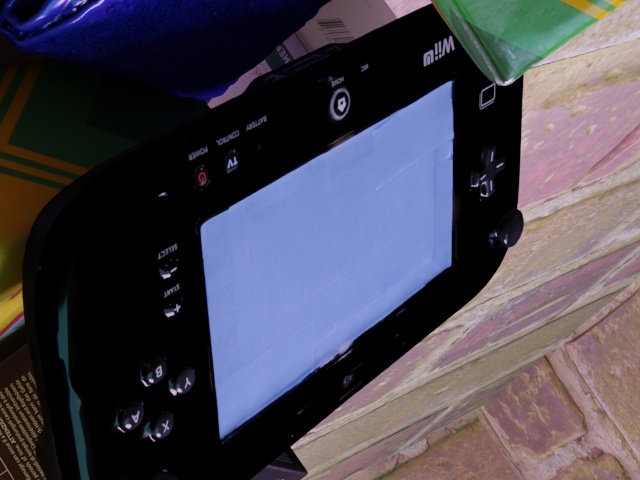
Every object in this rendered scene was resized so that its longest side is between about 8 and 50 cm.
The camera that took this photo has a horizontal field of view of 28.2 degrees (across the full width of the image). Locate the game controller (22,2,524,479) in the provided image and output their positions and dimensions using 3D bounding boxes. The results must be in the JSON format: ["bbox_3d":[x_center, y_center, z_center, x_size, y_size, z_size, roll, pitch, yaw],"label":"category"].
[{"bbox_3d":[0.000,0.000,0.559,0.319,0.067,0.166,-34,140,-44],"label":"game controller"}]

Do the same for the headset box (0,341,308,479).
[{"bbox_3d":[-0.168,0.164,0.681,0.293,0.110,0.218,-36,165,-1],"label":"headset box"}]

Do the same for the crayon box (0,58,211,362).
[{"bbox_3d":[-0.179,0.019,0.534,0.202,0.081,0.318,-40,177,22],"label":"crayon box"}]

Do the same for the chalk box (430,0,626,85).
[{"bbox_3d":[0.029,-0.173,0.308,0.132,0.213,0.132,-35,-151,10],"label":"chalk box"}]

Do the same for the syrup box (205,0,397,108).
[{"bbox_3d":[-0.039,-0.034,0.743,0.096,0.093,0.237,-15,157,-49],"label":"syrup box"}]

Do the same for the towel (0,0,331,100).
[{"bbox_3d":[0.017,-0.167,0.488,0.308,0.076,0.227,-38,163,16],"label":"towel"}]
